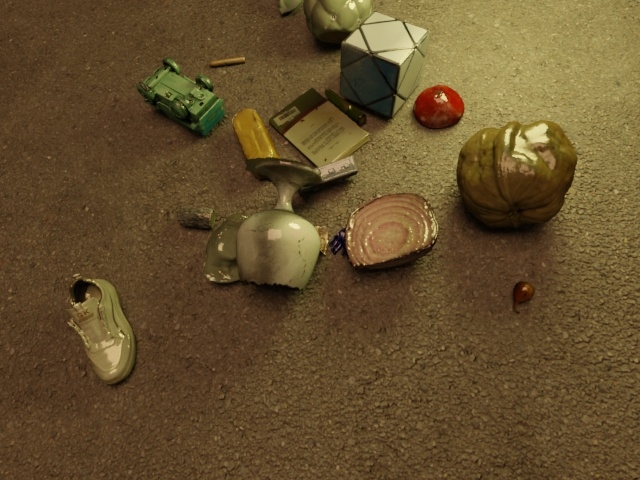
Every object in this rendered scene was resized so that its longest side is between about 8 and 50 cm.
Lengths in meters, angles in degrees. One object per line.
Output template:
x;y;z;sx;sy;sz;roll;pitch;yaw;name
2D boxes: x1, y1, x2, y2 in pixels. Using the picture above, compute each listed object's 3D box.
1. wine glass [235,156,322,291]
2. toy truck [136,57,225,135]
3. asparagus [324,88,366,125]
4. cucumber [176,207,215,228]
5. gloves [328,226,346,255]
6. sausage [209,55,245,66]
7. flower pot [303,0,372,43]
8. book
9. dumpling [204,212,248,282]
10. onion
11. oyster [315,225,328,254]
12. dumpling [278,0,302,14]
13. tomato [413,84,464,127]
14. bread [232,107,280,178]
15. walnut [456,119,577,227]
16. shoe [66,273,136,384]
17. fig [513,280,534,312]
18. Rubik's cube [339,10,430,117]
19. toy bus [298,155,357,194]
-0.110;-0.031;1.239;0.237;0.238;0.323;4;77;9;wine glass
-0.460;-0.470;1.545;0.278;0.156;0.155;31;71;20;toy truck
0.078;-0.438;1.532;0.041;0.045;0.178;-48;65;4;asparagus
-0.371;-0.069;1.395;0.111;0.064;0.064;4;65;8;cucumber
0.064;0.005;1.329;0.064;0.026;0.086;39;74;18;gloves
-0.338;-0.645;1.690;0.132;0.024;0.024;-7;64;2;sausage
0.060;-0.793;1.599;0.245;0.246;0.196;4;97;8;flower pot
-0.009;-0.361;1.512;0.201;0.026;0.289;-38;67;-11;book
-0.247;0.019;1.313;0.152;0.108;0.219;12;69;13;dumpling
0.196;-0.012;1.286;0.249;0.111;0.248;-15;44;12;onion
-0.003;0.000;1.337;0.051;0.034;0.093;14;54;-5;oyster
-0.121;-0.959;1.756;0.104;0.149;0.217;2;64;53;dumpling
0.376;-0.433;1.468;0.159;0.091;0.139;-3;65;3;tomato
-0.203;-0.303;1.474;0.101;0.094;0.246;-28;63;3;bread
0.512;-0.176;1.236;0.253;0.282;0.277;24;69;-26;walnut
-0.594;0.216;1.233;0.124;0.159;0.316;-27;62;-8;shoe
0.517;0.145;1.203;0.050;0.050;0.083;22;88;16;fig
0.196;-0.551;1.468;0.204;0.205;0.207;30;61;17;Rubik's cube
0.017;-0.194;1.393;0.190;0.075;0.064;-20;90;-4;toy bus
